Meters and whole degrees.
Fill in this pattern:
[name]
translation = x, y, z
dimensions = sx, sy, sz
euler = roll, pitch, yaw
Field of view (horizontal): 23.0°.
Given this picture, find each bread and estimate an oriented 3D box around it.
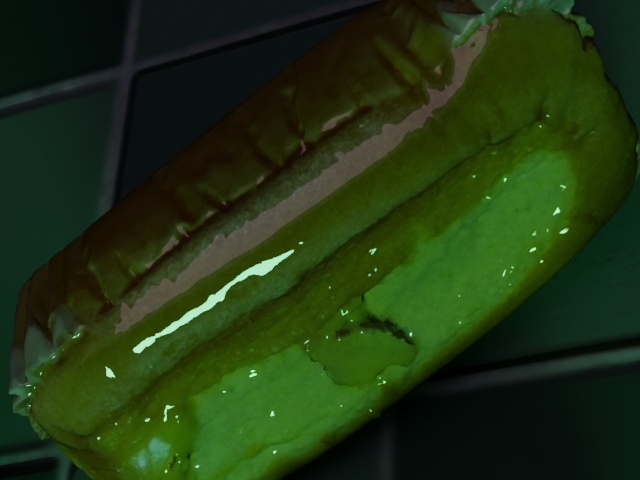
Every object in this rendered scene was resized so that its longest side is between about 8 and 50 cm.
[bread]
translation = 0.000, 0.000, 0.700
dimensions = 0.288, 0.152, 0.119
euler = -37, 42, 3
